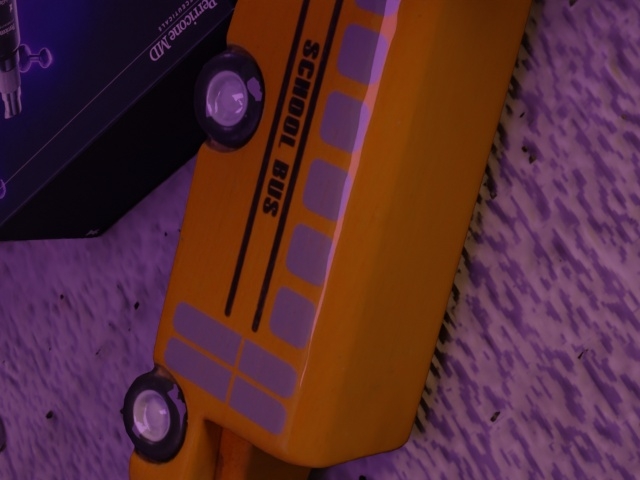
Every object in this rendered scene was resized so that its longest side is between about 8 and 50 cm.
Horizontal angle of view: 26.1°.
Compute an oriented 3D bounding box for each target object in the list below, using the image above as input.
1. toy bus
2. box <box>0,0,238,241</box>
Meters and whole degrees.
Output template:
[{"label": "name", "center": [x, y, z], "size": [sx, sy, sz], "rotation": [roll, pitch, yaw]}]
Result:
[{"label": "toy bus", "center": [0.000, 0.000, 0.728], "size": [0.130, 0.108, 0.332], "rotation": [25, 108, 36]}, {"label": "box", "center": [-0.131, -0.138, 0.841], "size": [0.261, 0.103, 0.184], "rotation": [-36, 72, 36]}]
